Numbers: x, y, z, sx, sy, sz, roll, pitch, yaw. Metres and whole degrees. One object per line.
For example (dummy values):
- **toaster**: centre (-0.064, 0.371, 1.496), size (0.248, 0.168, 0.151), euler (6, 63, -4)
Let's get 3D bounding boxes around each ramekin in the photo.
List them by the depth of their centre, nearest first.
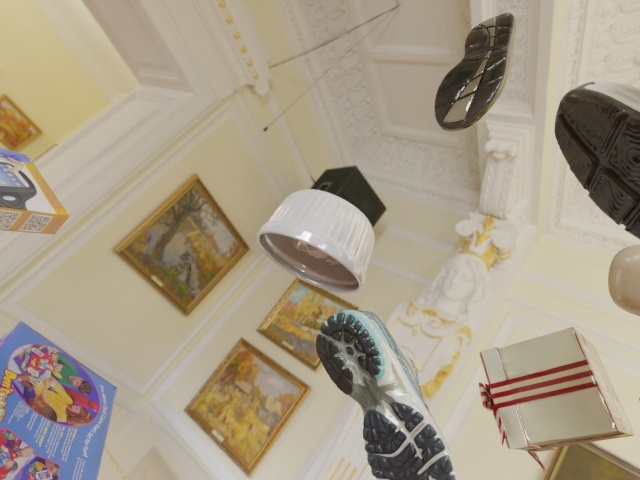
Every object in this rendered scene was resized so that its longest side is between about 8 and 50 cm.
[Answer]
- **ramekin**: centre (0.000, 0.000, 0.748), size (0.207, 0.109, 0.207), euler (24, -22, 10)

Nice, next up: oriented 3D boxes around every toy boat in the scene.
- **toy boat**: centre (0.813, 0.032, 0.919), size (0.267, 0.148, 0.319), euler (11, -76, 38)

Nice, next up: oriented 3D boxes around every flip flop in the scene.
- **flip flop**: centre (0.287, -0.293, 0.734), size (0.112, 0.277, 0.080), euler (3, -34, 38)

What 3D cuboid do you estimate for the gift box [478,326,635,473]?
- **gift box**: centre (0.540, 0.383, 0.980), size (0.258, 0.277, 0.255), euler (-29, -44, 33)

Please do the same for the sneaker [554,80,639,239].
- **sneaker**: centre (0.535, -0.090, 0.492), size (0.447, 0.257, 0.169), euler (52, -6, 31)

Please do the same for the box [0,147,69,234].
- **box**: centre (-0.273, -0.046, 0.310), size (0.081, 0.028, 0.136), euler (49, 9, 14)

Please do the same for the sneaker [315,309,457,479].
- **sneaker**: centre (0.110, 0.217, 0.562), size (0.110, 0.122, 0.283), euler (-33, -106, 28)

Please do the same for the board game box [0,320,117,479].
- **board game box**: centre (-0.469, 0.301, 0.668), size (0.233, 0.078, 0.347), euler (49, -4, -24)
